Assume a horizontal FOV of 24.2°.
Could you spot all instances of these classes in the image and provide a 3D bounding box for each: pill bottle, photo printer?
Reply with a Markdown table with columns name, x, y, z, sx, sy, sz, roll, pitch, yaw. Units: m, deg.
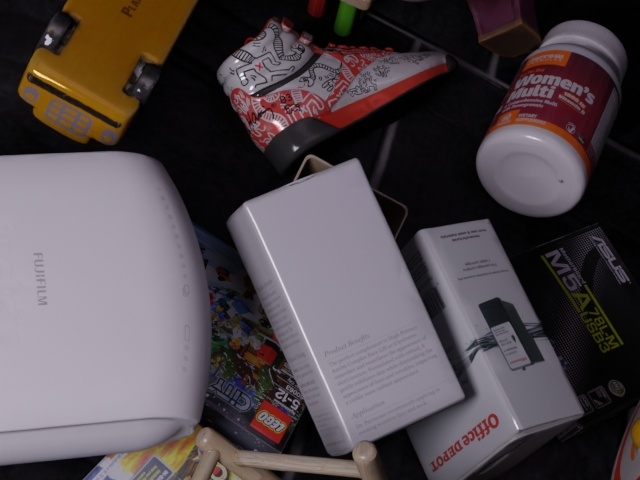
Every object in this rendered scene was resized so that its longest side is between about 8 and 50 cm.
| name | x | y | z | sx | sy | sz | roll | pitch | yaw |
| --- | --- | --- | --- | --- | --- | --- | --- | --- | --- |
| pill bottle | 0.258 | -0.137 | 1.622 | 0.121 | 0.121 | 0.221 | 34 | 50 | -5 |
| photo printer | -0.242 | 0.054 | 1.191 | 0.308 | 0.107 | 0.256 | -3 | 67 | -16 |

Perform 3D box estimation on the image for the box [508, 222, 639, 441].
| name | x | y | z | sx | sy | sz | roll | pitch | yaw |
| --- | --- | --- | --- | --- | --- | --- | --- | --- | --- |
| box | 0.266 | 0.090 | 1.526 | 0.184 | 0.045 | 0.190 | -19 | 70 | -35 |

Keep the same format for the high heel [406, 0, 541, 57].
| name | x | y | z | sx | sy | sz | roll | pitch | yaw |
| --- | --- | --- | --- | --- | --- | --- | --- | --- | --- |
| high heel | 0.134 | -0.341 | 1.614 | 0.377 | 0.127 | 0.181 | 34 | 43 | -59 |

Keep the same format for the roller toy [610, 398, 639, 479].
| name | x | y | z | sx | sy | sz | roll | pitch | yaw |
| --- | --- | --- | --- | --- | --- | --- | --- | --- | --- |
| roller toy | 0.361 | 0.201 | 1.400 | 0.146 | 0.191 | 0.209 | 24 | 61 | -1 |

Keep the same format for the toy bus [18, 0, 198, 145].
| name | x | y | z | sx | sy | sz | roll | pitch | yaw |
| --- | --- | --- | --- | --- | --- | --- | --- | --- | --- |
| toy bus | -0.184 | -0.218 | 1.431 | 0.108 | 0.130 | 0.332 | 29 | 50 | -9 |

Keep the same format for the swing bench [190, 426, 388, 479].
| name | x | y | z | sx | sy | sz | roll | pitch | yaw |
| --- | --- | --- | --- | --- | --- | --- | --- | --- | --- |
| swing bench | -0.014 | 0.314 | 1.107 | 0.254 | 0.165 | 0.253 | 53 | 50 | -39 |

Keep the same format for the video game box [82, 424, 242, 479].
| name | x | y | z | sx | sy | sz | roll | pitch | yaw |
| --- | --- | --- | --- | --- | --- | --- | --- | --- | --- |
| video game box | -0.123 | 0.255 | 1.205 | 0.187 | 0.048 | 0.205 | 43 | 49 | 0 |

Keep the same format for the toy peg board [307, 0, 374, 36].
| name | x | y | z | sx | sy | sz | roll | pitch | yaw |
| --- | --- | --- | --- | --- | --- | --- | --- | --- | --- |
| toy peg board | 0.005 | -0.309 | 1.644 | 0.161 | 0.079 | 0.161 | 25 | 49 | 8 |

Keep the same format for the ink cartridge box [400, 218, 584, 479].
| name | x | y | z | sx | sy | sz | roll | pitch | yaw |
| --- | --- | --- | --- | --- | --- | --- | --- | --- | --- |
| ink cartridge box | 0.131 | 0.108 | 1.371 | 0.087 | 0.153 | 0.208 | -9 | 65 | -34 |

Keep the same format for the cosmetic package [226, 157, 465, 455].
| name | x | y | z | sx | sy | sz | roll | pitch | yaw |
| --- | --- | --- | --- | --- | --- | --- | --- | --- | --- |
| cosmetic package | 0.020 | 0.059 | 1.295 | 0.117 | 0.085 | 0.231 | -21 | 84 | -19 |

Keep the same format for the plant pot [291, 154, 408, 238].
| name | x | y | z | sx | sy | sz | roll | pitch | yaw |
| --- | --- | --- | --- | --- | --- | --- | --- | --- | --- |
| plant pot | 0.000 | 0.000 | 1.395 | 0.109 | 0.096 | 0.109 | 29 | 73 | -9 |

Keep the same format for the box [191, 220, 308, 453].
| name | x | y | z | sx | sy | sz | roll | pitch | yaw |
| --- | --- | --- | --- | --- | --- | --- | --- | --- | --- |
| box | -0.107 | 0.077 | 1.333 | 0.233 | 0.044 | 0.159 | 34 | 50 | -5 |

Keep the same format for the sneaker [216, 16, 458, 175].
| name | x | y | z | sx | sy | sz | roll | pitch | yaw |
| --- | --- | --- | --- | --- | --- | --- | --- | --- | --- |
| sneaker | 0.017 | -0.180 | 1.541 | 0.270 | 0.090 | 0.145 | -30 | 79 | -36 |
